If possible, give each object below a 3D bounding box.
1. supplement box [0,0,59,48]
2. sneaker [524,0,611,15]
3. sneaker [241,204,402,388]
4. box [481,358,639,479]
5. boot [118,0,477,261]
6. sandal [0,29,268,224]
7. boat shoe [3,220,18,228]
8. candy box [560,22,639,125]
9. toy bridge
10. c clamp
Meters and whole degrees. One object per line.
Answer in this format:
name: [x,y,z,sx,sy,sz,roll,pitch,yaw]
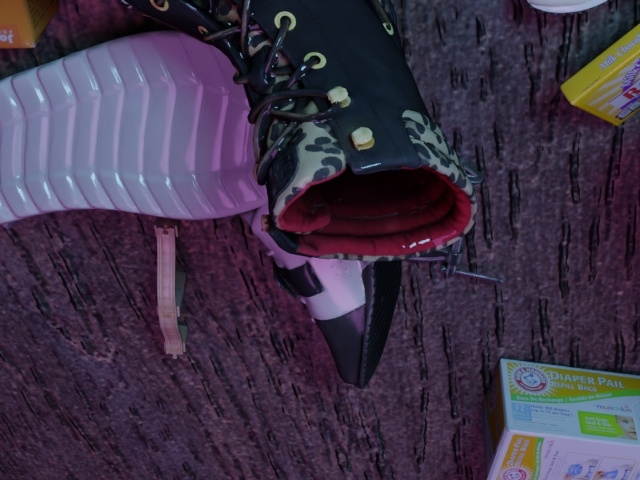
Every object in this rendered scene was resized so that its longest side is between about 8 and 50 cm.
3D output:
supplement box: [-0.285,-0.274,0.889,0.078,0.080,0.233,-2,131,6]
sneaker: [0.247,-0.244,0.915,0.161,0.057,0.075,-11,122,7]
sneaker: [0.000,0.000,1.083,0.146,0.122,0.330,5,122,18]
box: [0.295,0.220,1.244,0.203,0.114,0.103,7,130,-3]
boot: [-0.048,-0.141,0.784,0.138,0.284,0.377,-38,146,28]
sandal: [-0.194,-0.106,1.008,0.416,0.102,0.169,-3,105,13]
boat shoe: [-0.310,-0.055,1.097,0.035,0.035,0.100,36,129,6]
candy box: [0.317,-0.179,0.948,0.206,0.027,0.105,-39,150,28]
toy bridge: [-0.160,0.059,1.161,0.026,0.063,0.188,2,128,0]
c clamp: [0.127,-0.025,1.116,0.137,0.022,0.160,4,130,6]
